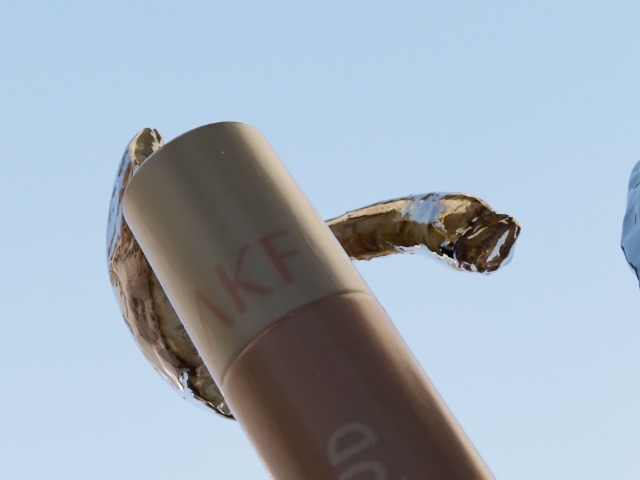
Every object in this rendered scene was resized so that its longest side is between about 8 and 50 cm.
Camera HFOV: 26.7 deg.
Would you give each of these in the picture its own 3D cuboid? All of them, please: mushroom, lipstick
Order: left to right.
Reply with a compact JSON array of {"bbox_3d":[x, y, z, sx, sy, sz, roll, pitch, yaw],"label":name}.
[{"bbox_3d":[-0.010,0.031,0.994,0.302,0.233,0.207,9,-69,10],"label":"mushroom"},{"bbox_3d":[0.009,0.067,0.499,0.070,0.070,0.254,-26,-120,-13],"label":"lipstick"}]

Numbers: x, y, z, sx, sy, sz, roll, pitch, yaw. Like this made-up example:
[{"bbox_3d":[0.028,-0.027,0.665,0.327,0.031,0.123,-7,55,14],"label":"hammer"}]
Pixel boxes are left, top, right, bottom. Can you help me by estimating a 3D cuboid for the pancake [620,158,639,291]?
[{"bbox_3d":[0.219,-0.079,0.521,0.033,0.288,0.286,38,-127,-12],"label":"pancake"}]
